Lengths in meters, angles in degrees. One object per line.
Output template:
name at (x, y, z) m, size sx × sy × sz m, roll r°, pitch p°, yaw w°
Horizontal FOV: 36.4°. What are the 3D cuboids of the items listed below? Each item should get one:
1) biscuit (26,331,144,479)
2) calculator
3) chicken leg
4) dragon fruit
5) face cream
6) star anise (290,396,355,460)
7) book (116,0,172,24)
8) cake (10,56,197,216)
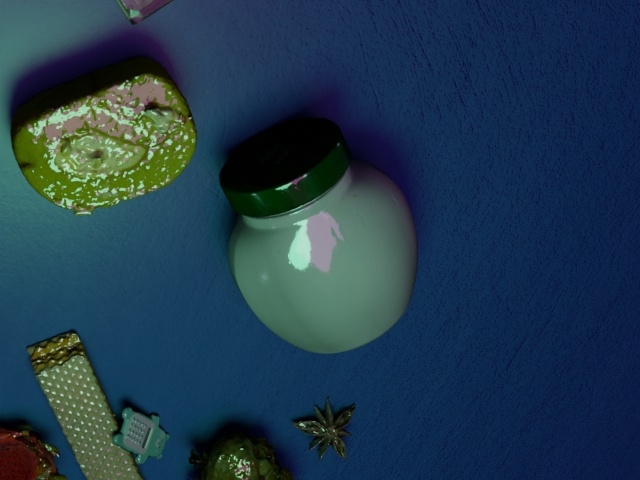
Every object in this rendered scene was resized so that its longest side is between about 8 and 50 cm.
biscuit at (-0.399, 0.330, 1.705) m, size 0.094 × 0.054 × 0.378 m, roll -21°, pitch 121°, yaw -12°
calculator at (-0.317, 0.349, 1.736) m, size 0.141 × 0.019 × 0.094 m, roll 47°, pitch 54°, yaw -51°
chicken leg at (-0.144, 0.499, 1.855) m, size 0.212 × 0.140 × 0.361 m, roll 1°, pitch 127°, yaw 0°
dragon fruit at (-0.497, 0.404, 1.648) m, size 0.133 × 0.150 × 0.207 m, roll -32°, pitch 117°, yaw 4°
face cream at (0.000, 0.000, 1.603) m, size 0.313 × 0.219 × 0.357 m, roll -29°, pitch 122°, yaw -6°
star anise at (0.003, 0.365, 1.889) m, size 0.129 × 0.056 × 0.124 m, roll 10°, pitch 86°, yaw -22°
book at (-0.265, -0.445, 1.389) m, size 0.157 × 0.026 × 0.231 m, roll -34°, pitch 123°, yaw -6°
cake at (-0.318, -0.151, 1.444) m, size 0.261 × 0.156 × 0.179 m, roll -24°, pitch 115°, yaw -8°
